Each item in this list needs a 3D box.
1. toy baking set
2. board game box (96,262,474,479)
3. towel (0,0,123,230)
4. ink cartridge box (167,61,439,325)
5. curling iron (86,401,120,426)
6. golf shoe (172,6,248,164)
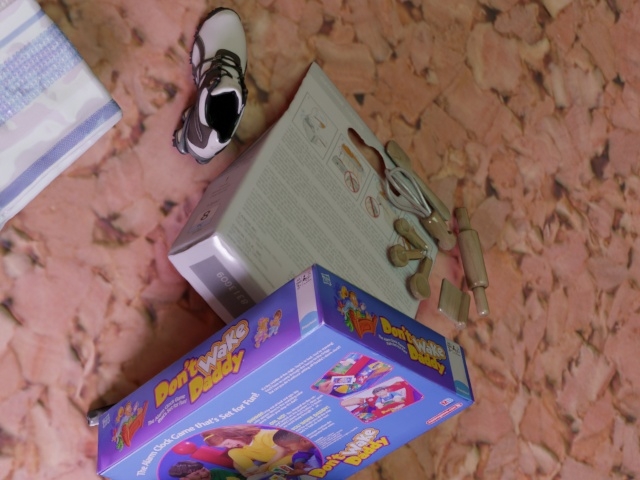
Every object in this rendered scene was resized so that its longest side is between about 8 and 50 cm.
[{"bbox_3d":[0.155,-0.010,1.659,0.196,0.030,0.256,26,48,-44],"label":"toy baking set"},{"bbox_3d":[-0.043,0.185,1.357,0.233,0.347,0.078,31,36,-36],"label":"board game box"},{"bbox_3d":[-0.365,-0.176,1.331,0.209,0.034,0.285,-43,113,-16],"label":"towel"},{"bbox_3d":[0.000,0.000,1.555,0.308,0.091,0.385,50,37,-21],"label":"ink cartridge box"},{"bbox_3d":[-0.144,0.176,1.473,0.274,0.068,0.035,-17,102,-29],"label":"curling iron"},{"bbox_3d":[-0.113,-0.190,1.497,0.077,0.094,0.198,16,76,-31],"label":"golf shoe"}]
